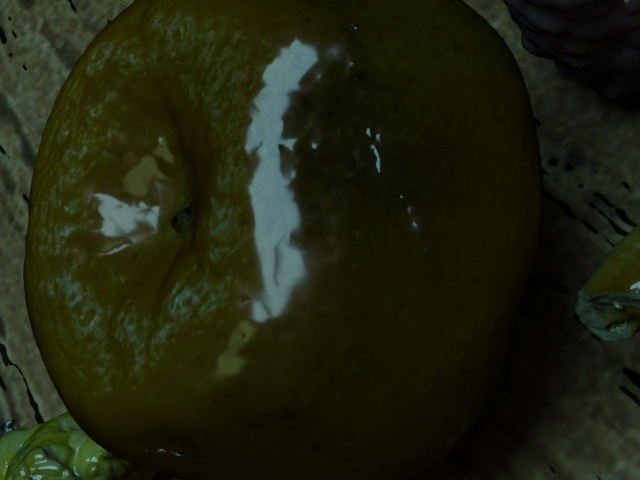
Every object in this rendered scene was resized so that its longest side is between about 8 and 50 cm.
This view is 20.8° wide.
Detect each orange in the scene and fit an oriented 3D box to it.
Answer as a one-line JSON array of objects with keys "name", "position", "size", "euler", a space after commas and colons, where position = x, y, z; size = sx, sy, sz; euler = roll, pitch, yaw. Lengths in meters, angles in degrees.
[{"name": "orange", "position": [0.000, 0.000, 0.757], "size": [0.249, 0.183, 0.249], "euler": [-11, 74, 42]}]

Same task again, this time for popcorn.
[{"name": "popcorn", "position": [-0.118, 0.122, 0.842], "size": [0.084, 0.084, 0.084], "euler": [-16, 57, 26]}]

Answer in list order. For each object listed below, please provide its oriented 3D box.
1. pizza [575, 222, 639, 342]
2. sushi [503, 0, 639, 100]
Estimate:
[{"name": "pizza", "position": [0.221, -0.007, 0.685], "size": [0.246, 0.058, 0.127], "euler": [-25, 29, 5]}, {"name": "sushi", "position": [0.179, -0.187, 0.747], "size": [0.270, 0.171, 0.236], "euler": [-17, 56, 20]}]
